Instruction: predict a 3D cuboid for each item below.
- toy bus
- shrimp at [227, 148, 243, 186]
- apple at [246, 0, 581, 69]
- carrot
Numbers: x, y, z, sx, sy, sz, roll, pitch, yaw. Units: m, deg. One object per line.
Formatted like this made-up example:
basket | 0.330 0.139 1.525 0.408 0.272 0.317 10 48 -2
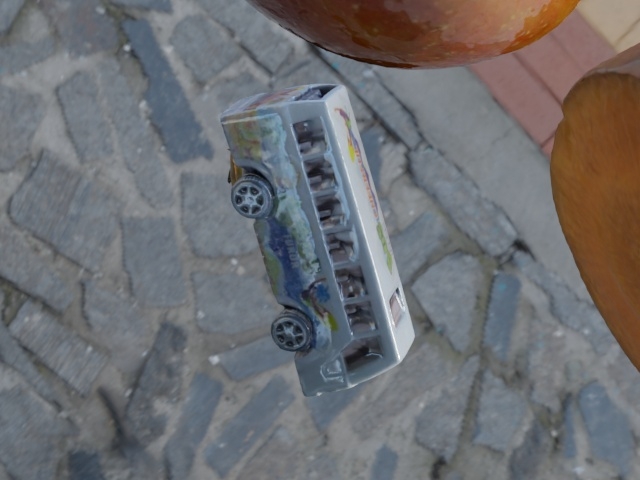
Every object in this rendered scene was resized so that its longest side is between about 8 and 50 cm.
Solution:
toy bus | 0.000 0.000 1.228 0.109 0.135 0.330 -52 128 -64
shrimp | -0.080 -0.102 1.440 0.045 0.163 0.095 24 48 32
apple | 0.043 -0.162 0.498 0.162 0.201 0.201 42 58 -21
carrot | 0.254 0.007 0.698 0.100 0.258 0.307 -37 124 -16
